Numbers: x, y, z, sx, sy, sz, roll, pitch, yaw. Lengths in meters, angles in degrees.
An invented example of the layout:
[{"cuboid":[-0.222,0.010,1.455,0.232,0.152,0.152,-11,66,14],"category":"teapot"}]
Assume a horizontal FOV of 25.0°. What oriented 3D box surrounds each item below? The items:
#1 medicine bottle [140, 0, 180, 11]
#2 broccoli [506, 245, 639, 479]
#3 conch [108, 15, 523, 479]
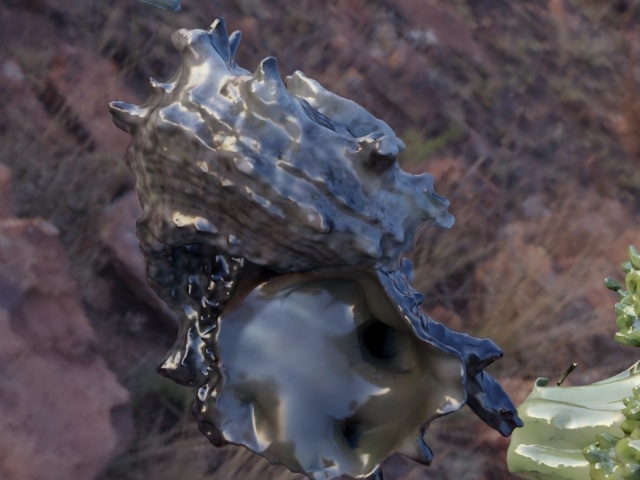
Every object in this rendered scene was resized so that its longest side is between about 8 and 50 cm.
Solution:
[{"cuboid":[-0.185,-0.216,0.615,0.318,0.158,0.158,20,32,-9],"category":"medicine bottle"},{"cuboid":[0.298,0.177,1.168,0.280,0.293,0.348,5,32,27],"category":"broccoli"},{"cuboid":[-0.003,0.001,0.847,0.186,0.240,0.313,-24,88,-28],"category":"conch"}]
